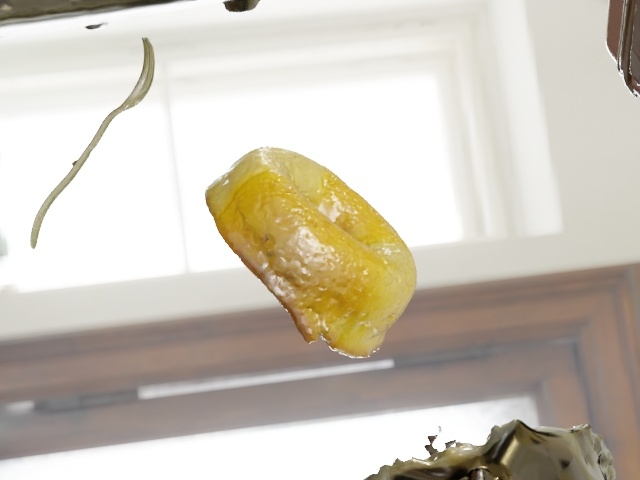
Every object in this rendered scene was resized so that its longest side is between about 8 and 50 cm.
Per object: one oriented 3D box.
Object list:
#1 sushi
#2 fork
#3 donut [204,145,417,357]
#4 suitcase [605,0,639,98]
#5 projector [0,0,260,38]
[{"bbox_3d":[0.116,0.259,1.115,0.238,0.225,0.218,32,35,-46],"label":"sushi"},{"bbox_3d":[-0.204,-0.083,1.457,0.219,0.028,0.034,-58,-177,7],"label":"fork"},{"bbox_3d":[0.000,0.000,1.272,0.190,0.074,0.174,49,21,14],"label":"donut"},{"bbox_3d":[0.389,-0.265,1.479,0.161,0.236,0.297,-117,-161,-44],"label":"suitcase"},{"bbox_3d":[-0.254,-0.272,1.288,0.395,0.405,0.242,3,-77,59],"label":"projector"}]
